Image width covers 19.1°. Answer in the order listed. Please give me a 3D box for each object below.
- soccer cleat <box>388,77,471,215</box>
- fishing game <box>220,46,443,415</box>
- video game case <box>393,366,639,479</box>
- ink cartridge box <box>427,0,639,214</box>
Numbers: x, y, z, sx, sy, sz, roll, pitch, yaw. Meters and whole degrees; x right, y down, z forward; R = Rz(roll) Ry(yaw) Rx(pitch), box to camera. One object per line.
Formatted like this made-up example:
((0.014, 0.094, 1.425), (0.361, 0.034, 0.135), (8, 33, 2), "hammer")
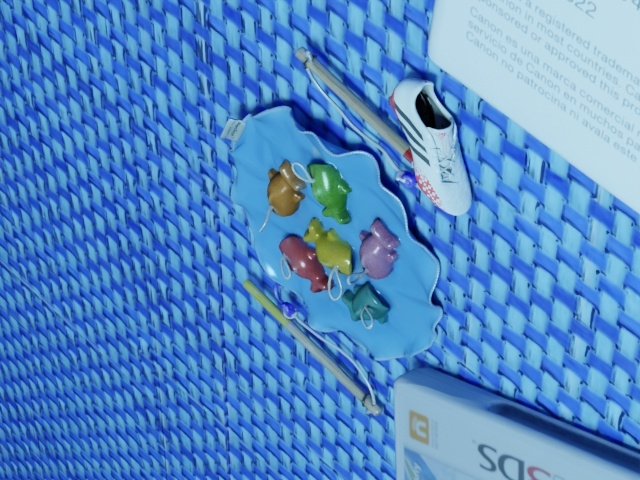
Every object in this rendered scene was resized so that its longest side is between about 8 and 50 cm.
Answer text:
((0.065, -0.052, 1.058), (0.035, 0.029, 0.083), (-5, 110, 63), "soccer cleat")
((0.000, 0.000, 1.201), (0.189, 0.041, 0.264), (45, 149, 15), "fishing game")
((0.154, 0.270, 1.147), (0.300, 0.036, 0.329), (20, 118, 48), "video game case")
((0.202, -0.157, 0.600), (0.279, 0.160, 0.385), (41, 148, 26), "ink cartridge box")
